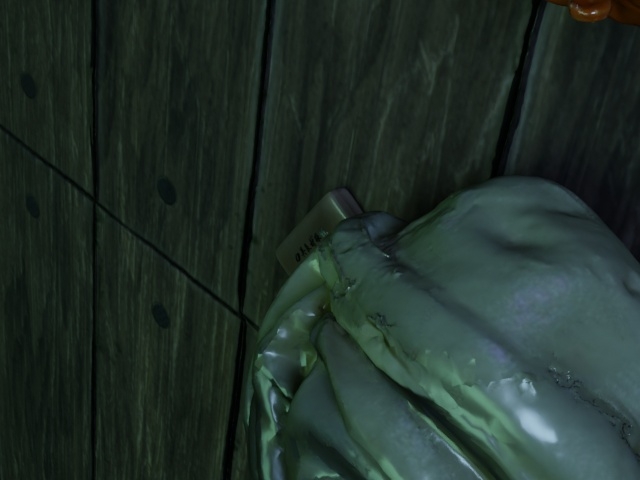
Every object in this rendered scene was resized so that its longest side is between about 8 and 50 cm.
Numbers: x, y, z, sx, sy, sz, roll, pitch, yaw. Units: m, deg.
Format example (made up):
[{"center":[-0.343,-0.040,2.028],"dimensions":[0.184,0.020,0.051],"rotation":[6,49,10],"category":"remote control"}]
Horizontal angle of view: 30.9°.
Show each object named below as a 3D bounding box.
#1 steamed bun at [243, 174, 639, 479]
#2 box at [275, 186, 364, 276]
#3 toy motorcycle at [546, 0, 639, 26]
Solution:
[{"center":[0.079,0.141,0.792],"dimensions":[0.352,0.247,0.339],"rotation":[0,108,61],"category":"steamed bun"},{"center":[0.000,0.000,1.001],"dimensions":[0.048,0.025,0.115],"rotation":[58,142,10],"category":"box"},{"center":[0.159,-0.232,0.545],"dimensions":[0.221,0.148,0.325],"rotation":[-105,3,-45],"category":"toy motorcycle"}]
